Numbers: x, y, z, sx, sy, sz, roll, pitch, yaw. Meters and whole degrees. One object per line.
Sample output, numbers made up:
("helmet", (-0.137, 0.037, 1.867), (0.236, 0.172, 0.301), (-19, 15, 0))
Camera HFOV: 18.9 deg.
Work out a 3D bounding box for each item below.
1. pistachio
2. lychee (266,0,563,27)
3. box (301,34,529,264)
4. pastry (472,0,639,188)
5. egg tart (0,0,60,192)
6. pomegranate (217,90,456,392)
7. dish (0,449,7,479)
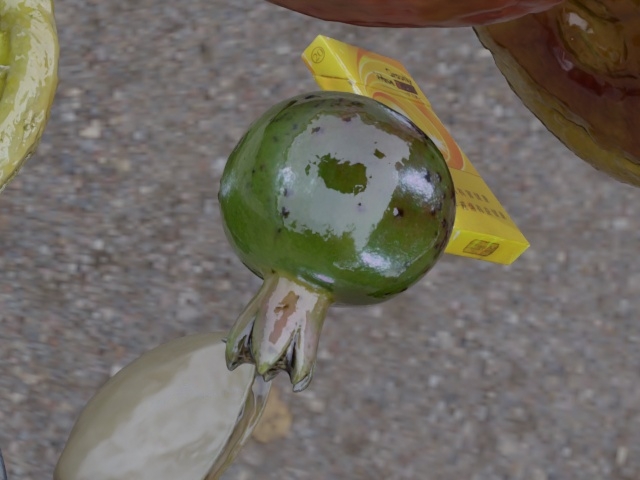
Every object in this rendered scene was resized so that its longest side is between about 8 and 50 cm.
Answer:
("pistachio", (-0.137, 0.167, 1.670), (0.226, 0.136, 0.136), (-43, 113, -8))
("lychee", (0.034, -0.178, 0.570), (0.255, 0.300, 0.255), (4, 75, -14))
("box", (0.095, -0.092, 1.964), (0.043, 0.269, 0.152), (-45, 149, 21))
("pastry", (0.248, -0.173, 1.339), (0.164, 0.356, 0.356), (-44, 113, -26))
("egg tart", (-0.356, -0.115, 1.442), (0.345, 0.132, 0.345), (-1, 66, 3))
("pomegranate", (0.000, 0.000, 0.891), (0.114, 0.114, 0.142), (30, 74, -29))
("dish", (-0.309, 0.078, 1.116), (0.134, 0.273, 0.273), (-31, 110, 3))
